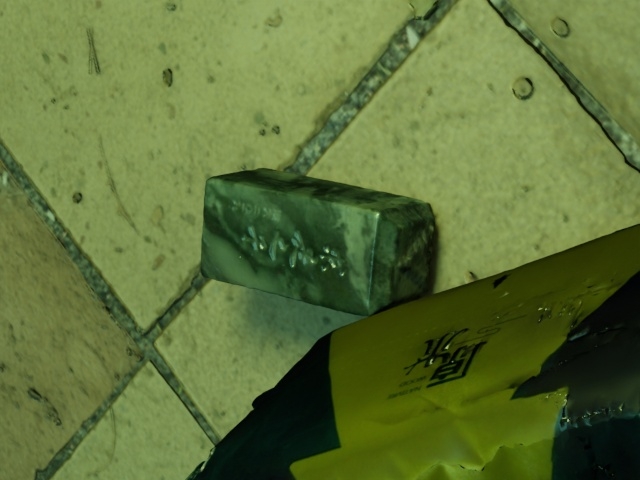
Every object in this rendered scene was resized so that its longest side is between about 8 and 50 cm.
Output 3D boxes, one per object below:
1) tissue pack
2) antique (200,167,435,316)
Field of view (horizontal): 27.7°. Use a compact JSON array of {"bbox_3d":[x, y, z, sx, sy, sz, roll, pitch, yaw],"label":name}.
[{"bbox_3d":[0.155,0.160,0.860,0.416,0.264,0.253,-20,105,34],"label":"tissue pack"},{"bbox_3d":[0.000,0.000,1.061,0.183,0.086,0.088,12,105,31],"label":"antique"}]
